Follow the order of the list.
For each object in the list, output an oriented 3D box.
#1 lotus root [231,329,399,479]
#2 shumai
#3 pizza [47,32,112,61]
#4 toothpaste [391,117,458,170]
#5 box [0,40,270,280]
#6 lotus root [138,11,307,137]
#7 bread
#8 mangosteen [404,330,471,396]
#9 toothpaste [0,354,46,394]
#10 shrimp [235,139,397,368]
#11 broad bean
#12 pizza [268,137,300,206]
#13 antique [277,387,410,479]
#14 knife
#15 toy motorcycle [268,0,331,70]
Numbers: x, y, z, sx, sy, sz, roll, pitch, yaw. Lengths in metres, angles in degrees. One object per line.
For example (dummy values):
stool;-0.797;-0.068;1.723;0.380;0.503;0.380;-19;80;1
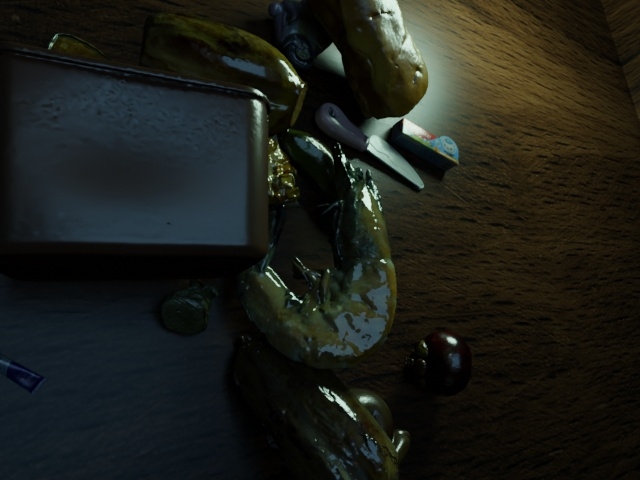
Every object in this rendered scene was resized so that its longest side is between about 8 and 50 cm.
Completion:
lotus root;-0.012;0.252;0.660;0.329;0.078;0.167;43;47;21
shumai;-0.209;0.098;0.685;0.083;0.082;0.080;41;18;-30
pizza;-0.387;-0.229;0.671;0.185;0.036;0.176;36;65;1
toothpaste;0.270;-0.252;1.104;0.193;0.044;0.070;21;63;-26
box;-0.248;-0.072;0.583;0.340;0.239;0.229;1;77;-25
lotus root;-0.169;-0.261;0.734;0.291;0.193;0.193;11;68;-14
bread;0.115;-0.444;0.949;0.344;0.149;0.195;57;47;-28
mangosteen;0.239;0.251;0.882;0.140;0.140;0.140;11;69;-29
toothpaste;-0.401;0.167;0.560;0.083;0.015;0.024;45;64;-18
shrimp;0.000;0.000;0.763;0.272;0.085;0.444;7;63;-7
broad bean;0.018;-0.138;0.895;0.339;0.061;0.077;44;64;-12
pizza;-0.098;-0.121;0.818;0.161;0.062;0.182;43;55;-20
antique;0.034;0.357;0.711;0.257;0.121;0.143;-34;88;-36
knife;0.125;-0.218;1.015;0.336;0.043;0.081;27;55;-30
toy motorcycle;-0.042;-0.483;0.963;0.152;0.073;0.225;38;59;-14
